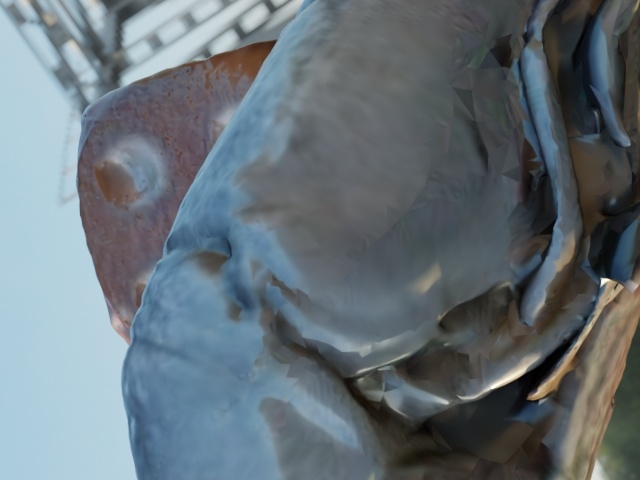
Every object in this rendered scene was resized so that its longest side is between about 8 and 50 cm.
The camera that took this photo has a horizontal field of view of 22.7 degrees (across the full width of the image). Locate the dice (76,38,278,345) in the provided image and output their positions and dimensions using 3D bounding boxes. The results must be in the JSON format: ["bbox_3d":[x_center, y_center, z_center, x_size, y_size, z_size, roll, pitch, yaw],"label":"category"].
[{"bbox_3d":[-0.044,-0.026,1.001,0.175,0.174,0.179,-28,-79,-71],"label":"dice"}]

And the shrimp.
[{"bbox_3d":[0.065,-0.047,0.439,0.145,0.343,0.116,27,165,1],"label":"shrimp"}]
